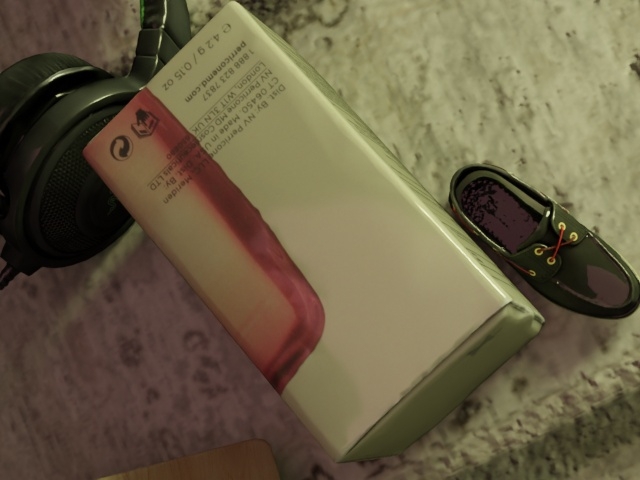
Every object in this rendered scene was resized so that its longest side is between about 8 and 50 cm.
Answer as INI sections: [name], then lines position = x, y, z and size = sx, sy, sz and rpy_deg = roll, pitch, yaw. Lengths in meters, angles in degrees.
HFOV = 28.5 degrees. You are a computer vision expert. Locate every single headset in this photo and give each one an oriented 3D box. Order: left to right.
[headset]
position = -0.226, -0.059, 0.787
size = 0.243, 0.185, 0.394
rpy_deg = 4, 72, 18

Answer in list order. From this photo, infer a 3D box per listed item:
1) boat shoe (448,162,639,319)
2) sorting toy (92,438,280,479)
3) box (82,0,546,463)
[boat shoe]
position = 0.131, 0.002, 0.745
size = 0.133, 0.042, 0.049
rpy_deg = 38, 92, 17
[sorting toy]
position = -0.124, 0.270, 0.702
size = 0.255, 0.089, 0.257
rpy_deg = -11, 76, -22
[box]
position = 0.000, 0.000, 0.728
size = 0.127, 0.148, 0.232
rpy_deg = -43, 72, 7
